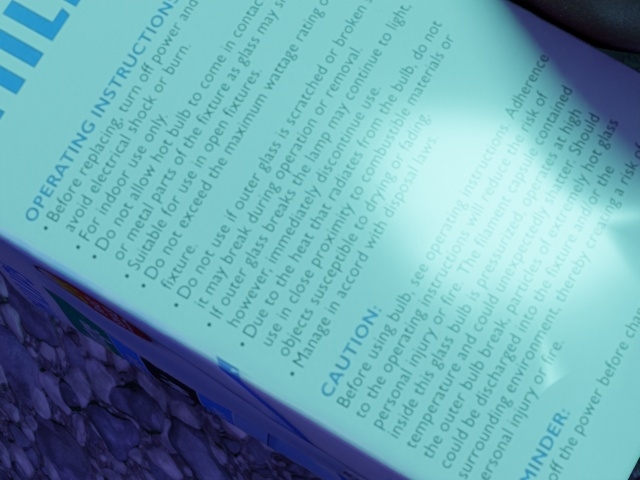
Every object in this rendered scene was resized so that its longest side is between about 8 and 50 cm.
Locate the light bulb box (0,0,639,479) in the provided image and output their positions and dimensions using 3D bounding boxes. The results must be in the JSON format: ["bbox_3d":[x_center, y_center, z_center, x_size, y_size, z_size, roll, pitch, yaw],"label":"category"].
[{"bbox_3d":[0.000,0.000,0.690,0.361,0.225,0.358,30,167,5],"label":"light bulb box"}]

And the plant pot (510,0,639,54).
[{"bbox_3d":[0.179,-0.162,0.481,0.230,0.215,0.215,-124,17,-64],"label":"plant pot"}]

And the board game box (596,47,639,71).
[{"bbox_3d":[0.096,-0.205,0.734,0.318,0.066,0.318,11,125,43],"label":"board game box"}]
